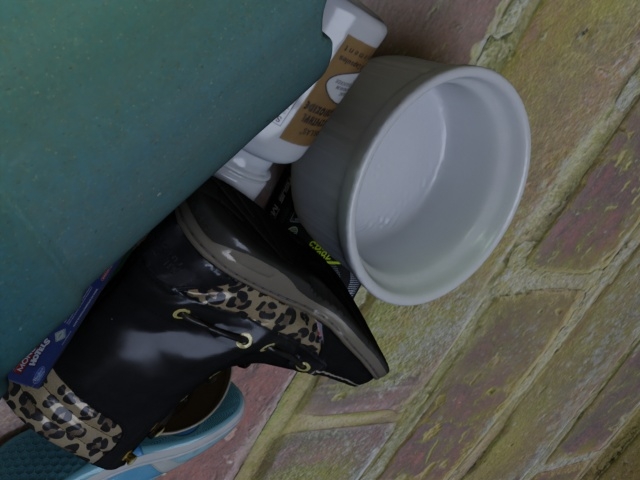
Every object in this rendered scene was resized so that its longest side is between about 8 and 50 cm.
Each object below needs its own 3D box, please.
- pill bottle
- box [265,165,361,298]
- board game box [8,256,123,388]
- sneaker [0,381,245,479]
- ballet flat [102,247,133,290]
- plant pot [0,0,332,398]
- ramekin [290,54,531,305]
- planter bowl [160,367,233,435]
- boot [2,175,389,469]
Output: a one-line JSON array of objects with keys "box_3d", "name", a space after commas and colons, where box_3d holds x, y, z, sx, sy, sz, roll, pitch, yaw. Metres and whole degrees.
[{"box_3d": [-0.050, -0.148, 0.837, 0.131, 0.131, 0.229, 16, 116, -48], "name": "pill bottle"}, {"box_3d": [0.000, 0.000, 1.098, 0.191, 0.045, 0.184, 4, 121, -42], "name": "box"}, {"box_3d": [-0.273, 0.000, 0.776, 0.194, 0.194, 0.060, -59, 146, -7], "name": "board game box"}, {"box_3d": [-0.247, 0.294, 1.123, 0.319, 0.127, 0.208, -17, 137, -16], "name": "sneaker"}, {"box_3d": [-0.294, 0.062, 0.875, 0.247, 0.087, 0.083, -18, 137, -27], "name": "ballet flat"}, {"box_3d": [-0.193, -0.126, 0.601, 0.334, 0.341, 0.341, -38, 143, -15], "name": "plant pot"}, {"box_3d": [0.099, -0.077, 0.988, 0.277, 0.135, 0.277, -20, 124, -32], "name": "ramekin"}, {"box_3d": [-0.191, 0.157, 1.020, 0.162, 0.162, 0.109, -22, 165, -22], "name": "planter bowl"}, {"box_3d": [-0.111, 0.117, 0.893, 0.284, 0.138, 0.377, -37, 145, 8], "name": "boot"}]
